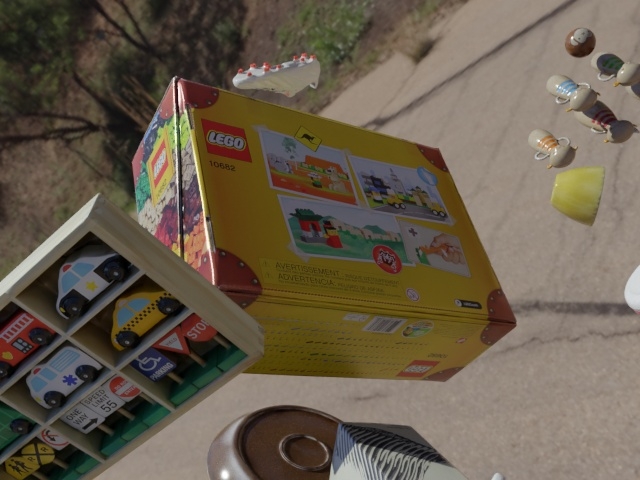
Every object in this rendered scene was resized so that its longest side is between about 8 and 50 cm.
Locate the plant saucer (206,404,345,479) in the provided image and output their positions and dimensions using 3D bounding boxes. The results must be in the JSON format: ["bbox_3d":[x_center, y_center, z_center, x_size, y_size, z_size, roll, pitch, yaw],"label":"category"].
[{"bbox_3d":[-0.030,0.365,1.194,0.310,0.311,0.050,-93,17,-67],"label":"plant saucer"}]

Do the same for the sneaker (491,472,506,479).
[{"bbox_3d":[0.303,0.501,1.117,0.147,0.295,0.104,14,23,28],"label":"sneaker"}]

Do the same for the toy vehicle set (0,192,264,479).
[{"bbox_3d":[-0.195,0.102,0.558,0.267,0.166,0.035,-38,27,20],"label":"toy vehicle set"}]

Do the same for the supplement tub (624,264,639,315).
[{"bbox_3d":[0.844,0.158,1.619,0.191,0.272,0.191,-46,7,7],"label":"supplement tub"}]

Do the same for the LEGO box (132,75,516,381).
[{"bbox_3d":[0.000,0.000,1.090,0.193,0.500,0.372,-51,42,39],"label":"LEGO box"}]

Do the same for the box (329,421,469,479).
[{"bbox_3d":[0.104,0.301,0.824,0.275,0.113,0.094,-158,76,-71],"label":"box"}]

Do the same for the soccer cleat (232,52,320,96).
[{"bbox_3d":[-0.082,-0.318,1.435,0.196,0.076,0.068,-21,32,-29],"label":"soccer cleat"}]

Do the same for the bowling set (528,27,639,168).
[{"bbox_3d":[0.497,-0.270,1.305,0.287,0.200,0.154,-32,32,5],"label":"bowling set"}]

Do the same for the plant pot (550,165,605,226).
[{"bbox_3d":[0.560,-0.104,1.583,0.134,0.095,0.134,11,-90,-76],"label":"plant pot"}]
